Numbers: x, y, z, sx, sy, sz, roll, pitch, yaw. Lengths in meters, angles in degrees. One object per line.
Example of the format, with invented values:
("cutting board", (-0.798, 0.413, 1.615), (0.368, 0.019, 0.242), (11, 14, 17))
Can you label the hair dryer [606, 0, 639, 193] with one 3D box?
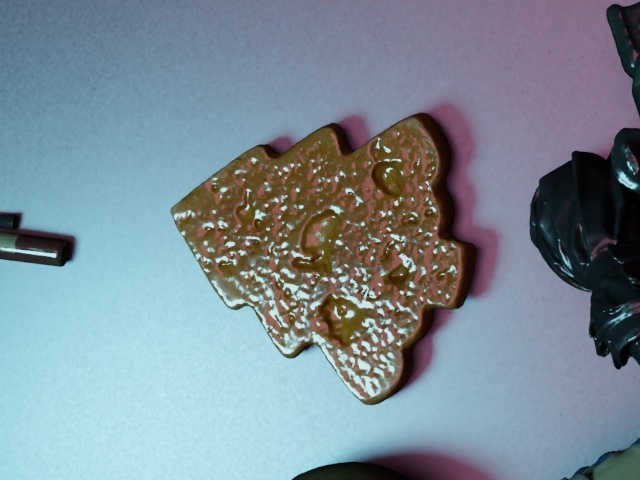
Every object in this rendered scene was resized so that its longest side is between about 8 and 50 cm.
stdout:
("hair dryer", (0.284, -0.103, 1.375), (0.116, 0.302, 0.244), (-24, 79, 25))

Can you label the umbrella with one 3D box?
("umbrella", (0.274, 0.049, 1.488), (0.118, 0.118, 0.340), (-38, 42, 13))

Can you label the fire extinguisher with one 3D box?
("fire extinguisher", (-0.341, -0.005, 1.775), (0.173, 0.035, 0.049), (6, 96, 12))

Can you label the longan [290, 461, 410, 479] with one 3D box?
("longan", (0.030, 0.289, 1.612), (0.187, 0.167, 0.167), (26, 98, 32))

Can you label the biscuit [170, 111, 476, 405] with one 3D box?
("biscuit", (0.000, 0.000, 1.674), (0.306, 0.043, 0.284), (14, 96, 17))

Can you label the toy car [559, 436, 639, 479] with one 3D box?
("toy car", (0.352, 0.309, 1.486), (0.226, 0.242, 0.336), (-35, 79, -7))
